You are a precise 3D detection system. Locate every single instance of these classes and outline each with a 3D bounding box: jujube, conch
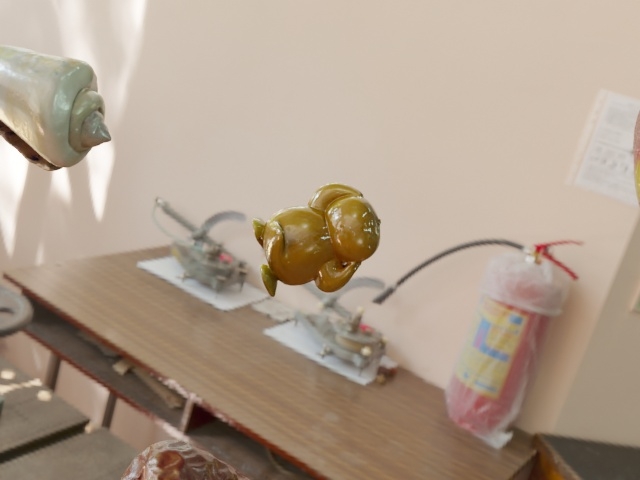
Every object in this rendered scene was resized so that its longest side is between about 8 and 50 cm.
[{"bbox_3d":[-0.266,0.556,1.800,0.342,0.216,0.216,36,-1,-41],"label":"jujube"},{"bbox_3d":[-0.358,-0.190,1.045,0.255,0.127,0.158,39,-22,12],"label":"conch"}]

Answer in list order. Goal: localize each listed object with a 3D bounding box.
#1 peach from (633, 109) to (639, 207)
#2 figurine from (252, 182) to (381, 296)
[{"bbox_3d":[0.428,-0.113,0.990,0.068,0.189,0.279,-8,24,48],"label":"peach"},{"bbox_3d":[-0.008,0.000,1.575,0.228,0.215,0.215,-8,23,-18],"label":"figurine"}]
